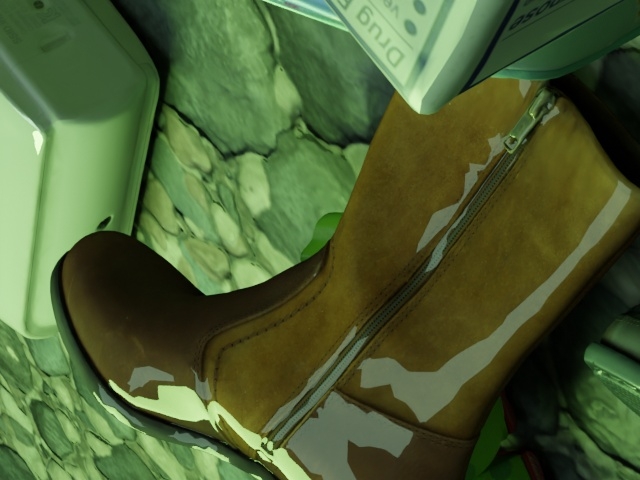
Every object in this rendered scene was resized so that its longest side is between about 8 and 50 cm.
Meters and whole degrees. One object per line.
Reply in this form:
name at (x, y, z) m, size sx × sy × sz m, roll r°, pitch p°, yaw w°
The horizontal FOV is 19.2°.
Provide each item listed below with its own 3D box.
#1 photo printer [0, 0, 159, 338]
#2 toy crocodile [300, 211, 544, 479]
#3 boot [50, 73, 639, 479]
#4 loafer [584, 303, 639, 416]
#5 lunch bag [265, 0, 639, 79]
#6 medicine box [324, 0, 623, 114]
photo printer at (-0.226, -0.088, 1.280) m, size 0.256 × 0.107 × 0.307 m, roll 50°, pitch 152°, yaw 18°
toy crocodile at (0.077, 0.140, 1.015) m, size 0.115 × 0.105 × 0.341 m, roll -6°, pitch 108°, yaw 60°
boot at (0.000, 0.000, 0.897) m, size 0.264 × 0.096 × 0.280 m, roll 48°, pitch 125°, yaw 32°
loafer at (0.218, 0.076, 0.739) m, size 0.096 × 0.084 × 0.267 m, roll 40°, pitch 174°, yaw -39°
lunch bag at (-0.003, -0.147, 0.645) m, size 0.279 × 0.224 × 0.108 m, roll 20°, pitch 109°, yaw 20°
medicine box at (0.111, -0.205, 0.406) m, size 0.149 × 0.263 × 0.289 m, roll 52°, pitch 152°, yaw 16°
